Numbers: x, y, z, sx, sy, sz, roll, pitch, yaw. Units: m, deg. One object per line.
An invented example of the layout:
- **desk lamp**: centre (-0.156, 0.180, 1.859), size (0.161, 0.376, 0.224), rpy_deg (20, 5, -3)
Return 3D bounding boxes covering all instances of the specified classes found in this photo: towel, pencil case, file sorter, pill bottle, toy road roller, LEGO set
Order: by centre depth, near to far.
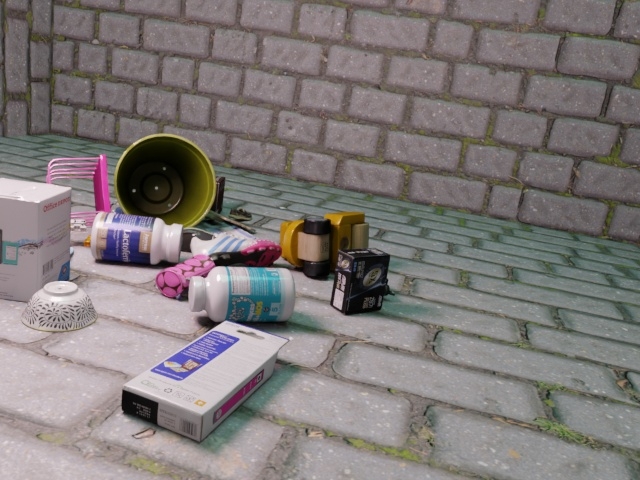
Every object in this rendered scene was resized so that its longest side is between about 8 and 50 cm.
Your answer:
- **pill bottle**: centre (-0.209, 0.143, 1.498), size (0.264, 0.146, 0.146), rpy_deg (2, 17, -21)
- **pencil case**: centre (-0.386, 0.100, 1.662), size (0.098, 0.095, 0.209), rpy_deg (-23, 6, 21)
- **pill bottle**: centre (-0.578, -0.003, 1.804), size (0.264, 0.153, 0.153), rpy_deg (6, 16, -9)
- **LEGO set**: centre (-0.742, -0.032, 1.936), size (0.227, 0.087, 0.093), rpy_deg (1, 32, -26)
- **file sorter**: centre (-0.845, -0.161, 1.965), size (0.182, 0.202, 0.290), rpy_deg (-5, -6, -27)
- **toy road roller**: centre (0.000, 0.000, 2.047), size (0.240, 0.203, 0.329), rpy_deg (10, 12, 44)
- **towel**: centre (-0.405, -0.017, 2.182), size (0.285, 0.034, 0.209), rpy_deg (-3, 19, -37)

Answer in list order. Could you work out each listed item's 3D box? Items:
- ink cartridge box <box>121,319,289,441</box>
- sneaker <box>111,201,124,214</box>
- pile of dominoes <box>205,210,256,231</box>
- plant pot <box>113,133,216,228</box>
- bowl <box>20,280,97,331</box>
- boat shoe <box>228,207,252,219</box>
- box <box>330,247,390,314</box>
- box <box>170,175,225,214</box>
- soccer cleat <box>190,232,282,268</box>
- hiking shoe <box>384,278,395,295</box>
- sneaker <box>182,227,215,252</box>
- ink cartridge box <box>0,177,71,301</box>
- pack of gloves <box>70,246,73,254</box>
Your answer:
- **ink cartridge box**: centre (-0.220, 0.272, 1.179), size (0.175, 0.069, 0.371), rpy_deg (13, 18, 19)
- **sneaker**: centre (-0.789, -0.108, 2.249), size (0.081, 0.080, 0.211), rpy_deg (30, 12, -9)
- **pile of dominoes**: centre (-0.398, -0.078, 2.365), size (0.251, 0.040, 0.196), rpy_deg (23, -1, 45)
- **plant pot**: centre (-0.627, -0.214, 2.235), size (0.366, 0.367, 0.353), rpy_deg (2, 2, -22)
- **bowl**: centre (-0.629, 0.148, 1.369), size (0.170, 0.080, 0.170), rpy_deg (7, 16, -2)
- **boat shoe**: centre (-0.352, -0.120, 2.529), size (0.056, 0.049, 0.152), rpy_deg (16, 9, 23)
- **box**: centre (0.119, 0.120, 1.697), size (0.147, 0.180, 0.077), rpy_deg (-2, 17, -36)
- **box**: centre (-0.546, -0.207, 2.534), size (0.203, 0.167, 0.168), rpy_deg (8, 15, -2)
- **soccer cleat**: centre (-0.279, 0.022, 1.892), size (0.331, 0.116, 0.143), rpy_deg (-5, 46, -43)
- **hiking shoe**: centre (0.164, 0.134, 1.898), size (0.114, 0.086, 0.227), rpy_deg (17, 17, -23)
- **sneaker**: centre (-0.416, 0.014, 1.967), size (0.222, 0.083, 0.118), rpy_deg (7, 16, -9)
- **ink cartridge box**: centre (-0.787, -0.007, 1.481), size (0.197, 0.270, 0.198), rpy_deg (8, 15, -3)
- **pack of gloves**: centre (-0.859, 0.017, 1.717), size (0.195, 0.046, 0.232), rpy_deg (6, 6, -18)
